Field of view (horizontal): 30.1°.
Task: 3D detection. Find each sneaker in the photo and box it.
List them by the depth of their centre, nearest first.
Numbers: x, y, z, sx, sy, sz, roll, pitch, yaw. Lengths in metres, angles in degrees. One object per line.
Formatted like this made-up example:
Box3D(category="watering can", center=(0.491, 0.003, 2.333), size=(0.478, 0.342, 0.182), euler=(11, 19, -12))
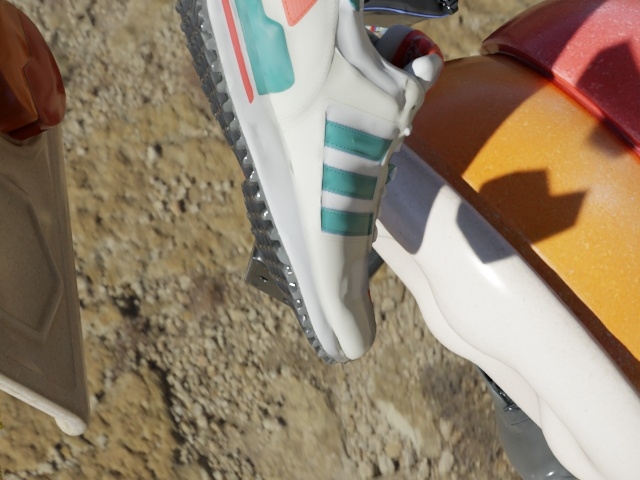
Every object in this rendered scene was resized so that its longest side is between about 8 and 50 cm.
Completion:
Box3D(category="sneaker", center=(0.010, -0.029, 0.386), size=(0.075, 0.161, 0.057), euler=(-23, 34, -7))
Box3D(category="sneaker", center=(0.189, 0.115, 1.186), size=(0.109, 0.130, 0.286), euler=(-34, 43, 25))

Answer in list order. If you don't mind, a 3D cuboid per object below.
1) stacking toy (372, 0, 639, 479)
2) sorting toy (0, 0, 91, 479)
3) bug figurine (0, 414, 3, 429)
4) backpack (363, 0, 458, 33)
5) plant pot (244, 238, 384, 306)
Box3D(category="stacking toy", center=(0.264, -0.093, 0.835), size=(0.480, 0.350, 0.350), euler=(-42, 66, -2))
Box3D(category="sorting toy", center=(-0.139, -0.012, 0.451), size=(0.041, 0.229, 0.307), euler=(-19, 59, 9))
Box3D(category="bug figurine", center=(-0.482, 0.193, 1.351), size=(0.279, 0.216, 0.072), euler=(-20, 32, -10))
Box3D(category="backpack", center=(0.053, -0.311, 1.228), size=(0.158, 0.117, 0.173), euler=(-2, 89, -32))
Box3D(category="plant pot", center=(0.000, 0.000, 1.527), size=(0.187, 0.188, 0.167), euler=(29, 73, 0))
